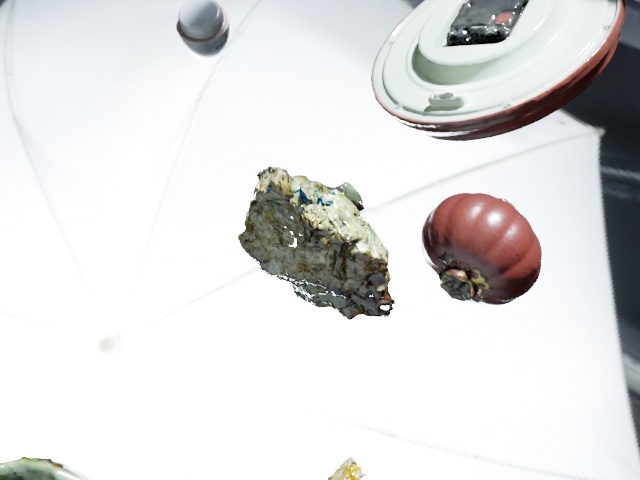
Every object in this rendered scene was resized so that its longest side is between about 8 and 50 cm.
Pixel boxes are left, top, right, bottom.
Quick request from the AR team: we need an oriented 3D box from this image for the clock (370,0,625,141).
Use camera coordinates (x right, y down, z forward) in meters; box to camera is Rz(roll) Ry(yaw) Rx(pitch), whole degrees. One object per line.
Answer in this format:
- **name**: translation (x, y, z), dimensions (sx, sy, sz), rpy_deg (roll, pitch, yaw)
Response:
- **clock**: translation (0.207, -0.247, 1.182), dimensions (0.318, 0.318, 0.080), rpy_deg (19, -28, 47)

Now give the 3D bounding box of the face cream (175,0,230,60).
- **face cream**: translation (-0.198, -0.359, 1.659), dimensions (0.091, 0.091, 0.095), rpy_deg (31, -19, 15)

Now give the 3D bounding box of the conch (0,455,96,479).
- **conch**: translation (-0.185, 0.164, 0.498), dimensions (0.181, 0.187, 0.124), rpy_deg (49, 1, -9)

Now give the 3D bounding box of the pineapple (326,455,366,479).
- **pineapple**: translation (0.006, 0.219, 0.813), dimensions (0.019, 0.083, 0.045), rpy_deg (36, 21, -12)

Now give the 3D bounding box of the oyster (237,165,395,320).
- **oyster**: translation (-0.004, 0.007, 1.221), dimensions (0.198, 0.092, 0.259), rpy_deg (11, -49, 26)

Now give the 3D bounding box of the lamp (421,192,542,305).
- **lamp**: translation (0.128, 0.007, 0.779), dimensions (0.101, 0.090, 0.101), rpy_deg (31, -25, 16)
